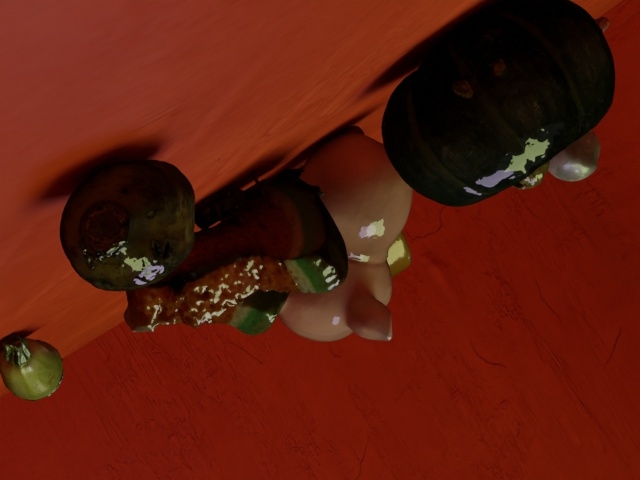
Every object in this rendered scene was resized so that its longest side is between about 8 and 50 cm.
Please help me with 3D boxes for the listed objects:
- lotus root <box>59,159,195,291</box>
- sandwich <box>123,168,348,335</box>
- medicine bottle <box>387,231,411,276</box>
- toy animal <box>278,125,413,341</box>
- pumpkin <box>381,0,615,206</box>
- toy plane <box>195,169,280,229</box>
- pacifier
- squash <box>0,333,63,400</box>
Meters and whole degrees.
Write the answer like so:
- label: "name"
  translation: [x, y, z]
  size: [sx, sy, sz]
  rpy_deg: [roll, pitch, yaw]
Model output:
- label: "lotus root"
  translation: [-0.133, -0.012, 0.792]
  size: [0.080, 0.089, 0.179]
  rpy_deg: [4, -172, 5]
- label: "sandwich"
  translation: [-0.109, 0.050, 1.449]
  size: [0.301, 0.162, 0.250]
  rpy_deg: [-21, -153, -11]
- label: "medicine bottle"
  translation: [0.000, 0.000, 1.924]
  size: [0.232, 0.238, 0.238]
  rpy_deg: [-31, 180, -5]
- label: "toy animal"
  translation: [0.030, 0.000, 1.674]
  size: [0.326, 0.237, 0.269]
  rpy_deg: [104, 7, -49]
- label: "pumpkin"
  translation: [0.214, -0.158, 1.339]
  size: [0.300, 0.207, 0.300]
  rpy_deg: [-32, 180, 0]
- label: "toy plane"
  translation: [-0.110, -0.051, 1.420]
  size: [0.145, 0.037, 0.060]
  rpy_deg: [-31, -177, -17]
- label: "pacifier"
  translation: [0.322, -0.226, 1.728]
  size: [0.332, 0.273, 0.220]
  rpy_deg: [-31, -135, 54]
- label: "squash"
  translation: [-0.422, 0.168, 1.592]
  size: [0.094, 0.094, 0.224]
  rpy_deg: [-33, 171, -13]
